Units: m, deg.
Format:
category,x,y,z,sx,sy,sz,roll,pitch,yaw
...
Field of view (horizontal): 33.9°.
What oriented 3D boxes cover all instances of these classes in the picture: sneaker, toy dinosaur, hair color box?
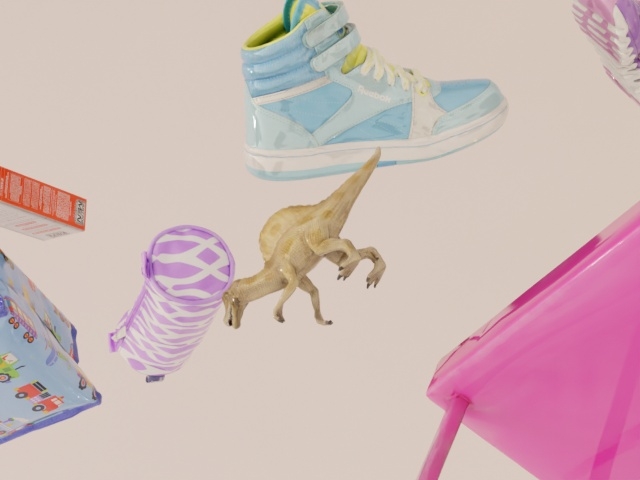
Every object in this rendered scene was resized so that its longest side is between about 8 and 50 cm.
category,x,y,z,sx,sy,sz,roll,pitch,yaw
sneaker,0.367,-0.242,1.205,0.104,0.236,0.095,-41,-122,11
toy dinosaur,0.000,0.000,0.768,0.183,0.053,0.093,-46,-122,-8
sneaker,0.058,-0.194,1.195,0.319,0.127,0.208,-12,-67,-9
hair color box,-0.343,-0.041,1.200,0.072,0.141,0.043,-11,-111,30

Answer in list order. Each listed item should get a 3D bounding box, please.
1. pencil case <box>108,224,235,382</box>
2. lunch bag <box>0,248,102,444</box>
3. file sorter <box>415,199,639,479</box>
category,x,y,z,sx,sy,sz,roll,pitch,yaw
pencil case,-0.144,0.060,0.998,0.088,0.206,0.086,7,-120,-18
lunch bag,-0.433,0.158,1.164,0.293,0.221,0.138,-30,-129,-2
file sorter,0.173,0.140,0.308,0.291,0.202,0.182,37,-133,-4
